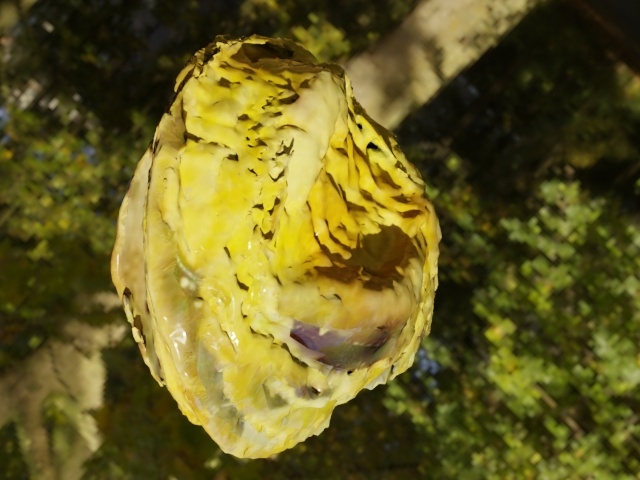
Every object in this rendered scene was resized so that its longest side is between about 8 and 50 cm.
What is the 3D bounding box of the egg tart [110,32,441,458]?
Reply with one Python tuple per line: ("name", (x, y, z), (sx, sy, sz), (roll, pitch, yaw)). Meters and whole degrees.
("egg tart", (0.000, 0.000, 0.900), (0.297, 0.132, 0.297), (13, -106, -54))
